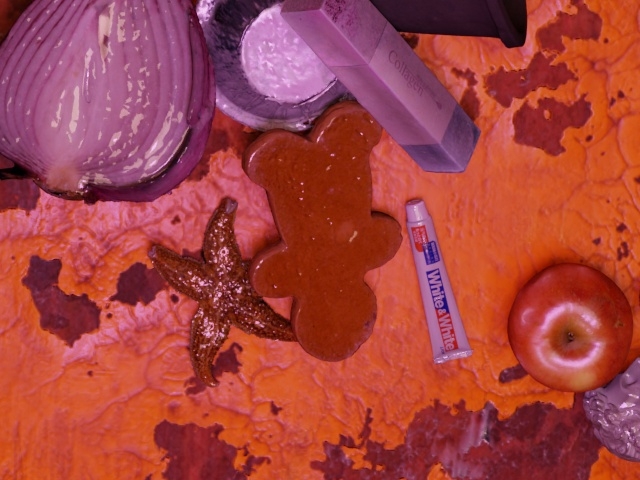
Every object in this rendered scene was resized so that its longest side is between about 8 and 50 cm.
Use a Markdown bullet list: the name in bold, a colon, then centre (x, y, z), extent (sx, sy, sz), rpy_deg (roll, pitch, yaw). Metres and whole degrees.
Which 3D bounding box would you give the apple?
- **apple**: centre (0.312, 0.108, 2.017), extent (0.163, 0.139, 0.163), rpy_deg (1, 102, 6)

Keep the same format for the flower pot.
- **flower pot**: centre (0.130, -0.335, 1.863), extent (0.166, 0.269, 0.269), rpy_deg (-13, 104, 19)

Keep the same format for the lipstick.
- **lipstick**: centre (0.074, -0.192, 1.876), extent (0.317, 0.068, 0.066), rpy_deg (43, 62, -40)

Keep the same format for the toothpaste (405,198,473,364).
- **toothpaste**: centre (0.144, 0.052, 2.036), extent (0.052, 0.033, 0.218), rpy_deg (-15, 108, 0)

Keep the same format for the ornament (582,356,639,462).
- **ornament**: centre (0.471, 0.174, 2.056), extent (0.285, 0.120, 0.130), rpy_deg (-35, 87, 1)

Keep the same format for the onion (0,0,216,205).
- **onion**: centre (-0.230, -0.210, 1.863), extent (0.267, 0.159, 0.349), rpy_deg (18, 90, 9)

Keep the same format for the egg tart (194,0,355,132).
- **egg tart**: centre (-0.041, -0.233, 1.904), extent (0.234, 0.094, 0.234), rpy_deg (-4, 113, -9)

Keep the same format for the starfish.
- **starfish**: centre (-0.110, 0.070, 2.000), extent (0.227, 0.043, 0.241), rpy_deg (11, 103, -9)

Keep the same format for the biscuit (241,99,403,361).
- **biscuit**: centre (0.000, -0.001, 1.967), extent (0.205, 0.049, 0.324), rpy_deg (-21, 115, -19)
